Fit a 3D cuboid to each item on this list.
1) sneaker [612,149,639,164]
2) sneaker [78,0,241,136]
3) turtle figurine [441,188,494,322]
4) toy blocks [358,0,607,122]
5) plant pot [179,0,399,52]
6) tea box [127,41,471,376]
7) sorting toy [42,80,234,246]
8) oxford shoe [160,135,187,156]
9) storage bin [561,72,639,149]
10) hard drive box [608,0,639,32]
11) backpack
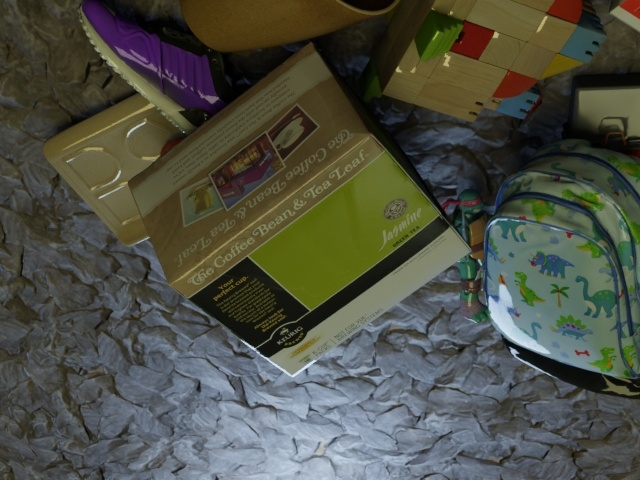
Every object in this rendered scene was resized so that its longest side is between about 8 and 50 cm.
[{"bbox_3d":[0.440,-0.123,1.758,0.042,0.067,0.118,28,156,-19],"label":"sneaker"},{"bbox_3d":[-0.206,-0.260,1.682,0.293,0.102,0.146,44,91,-7],"label":"sneaker"},{"bbox_3d":[0.251,0.002,1.831,0.175,0.118,0.234,-27,127,-24],"label":"turtle figurine"},{"bbox_3d":[0.253,-0.296,1.568,0.261,0.190,0.381,14,131,-20],"label":"toy blocks"},{"bbox_3d":[-0.061,-0.348,1.525,0.254,0.237,0.237,-24,124,39],"label":"plant pot"},{"bbox_3d":[-0.027,-0.033,1.644,0.329,0.220,0.323,-36,139,8],"label":"tea box"},{"bbox_3d":[-0.242,-0.132,1.824,0.307,0.041,0.229,-24,126,15],"label":"sorting toy"},{"bbox_3d":[-0.107,-0.111,1.756,0.271,0.098,0.097,-11,128,6],"label":"oxford shoe"},{"bbox_3d":[0.414,-0.184,1.678,0.135,0.098,0.091,-2,118,8],"label":"storage bin"},{"bbox_3d":[0.525,-0.310,1.523,0.232,0.089,0.181,28,150,-14],"label":"hard drive box"},{"bbox_3d":[0.365,0.034,1.671,0.290,0.273,0.355,22,121,37],"label":"backpack"}]
